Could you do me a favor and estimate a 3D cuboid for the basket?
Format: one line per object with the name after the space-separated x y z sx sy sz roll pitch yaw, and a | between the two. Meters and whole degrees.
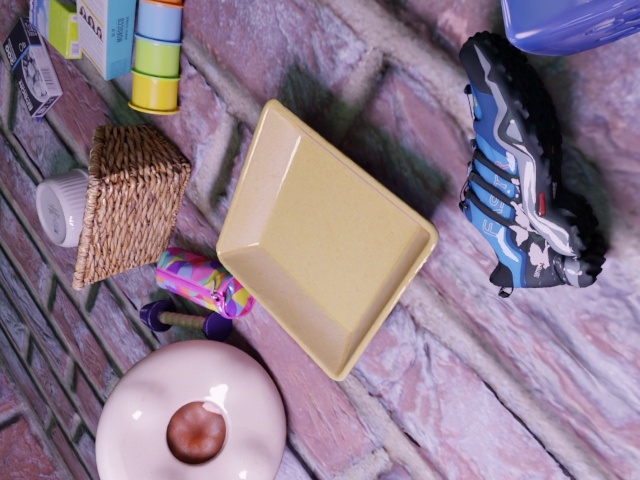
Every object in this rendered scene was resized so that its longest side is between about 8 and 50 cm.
-0.444 -0.087 1.047 0.213 0.223 0.299 44 130 20 | basket

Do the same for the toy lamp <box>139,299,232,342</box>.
-0.313 0.178 1.130 0.275 0.080 0.080 1 105 38 | toy lamp

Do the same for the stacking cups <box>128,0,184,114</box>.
-0.295 -0.393 0.897 0.096 0.096 0.315 27 120 31 | stacking cups

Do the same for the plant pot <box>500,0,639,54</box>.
0.259 -0.283 0.372 0.212 0.236 0.235 -4 102 35 | plant pot

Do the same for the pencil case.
-0.235 0.082 1.012 0.237 0.105 0.104 14 114 38 | pencil case

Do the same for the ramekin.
-0.644 -0.079 1.297 0.207 0.109 0.206 15 115 36 | ramekin

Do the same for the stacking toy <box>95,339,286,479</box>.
-0.304 0.428 1.113 0.350 0.351 0.480 60 151 7 | stacking toy

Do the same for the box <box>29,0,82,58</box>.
-0.610 -0.511 1.159 0.178 0.042 0.109 42 127 22 | box

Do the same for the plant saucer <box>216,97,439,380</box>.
0.000 0.000 0.792 0.333 0.081 0.332 43 128 22 | plant saucer

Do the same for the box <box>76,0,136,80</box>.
-0.409 -0.428 0.953 0.100 0.060 0.244 51 147 5 | box

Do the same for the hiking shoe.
0.203 -0.077 0.567 0.132 0.113 0.303 -19 92 42 | hiking shoe

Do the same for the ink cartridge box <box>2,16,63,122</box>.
-0.766 -0.439 1.318 0.208 0.045 0.206 -16 95 44 | ink cartridge box
